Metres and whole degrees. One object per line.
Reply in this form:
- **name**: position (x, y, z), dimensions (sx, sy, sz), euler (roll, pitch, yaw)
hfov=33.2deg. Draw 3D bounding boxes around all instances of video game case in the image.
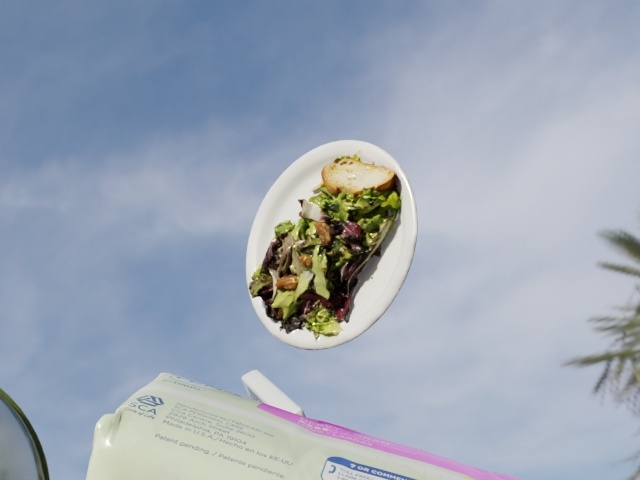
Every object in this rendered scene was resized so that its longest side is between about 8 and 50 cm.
- **video game case**: position (-0.016, 0.212, 0.963), dimensions (0.022, 0.173, 0.190), euler (-24, 9, -13)

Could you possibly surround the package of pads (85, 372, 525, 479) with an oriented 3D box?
- **package of pads**: position (0.004, 0.223, 0.404), dimensions (0.229, 0.296, 0.101), euler (16, 8, 6)

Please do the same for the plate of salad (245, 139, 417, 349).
- **plate of salad**: position (0.000, 0.000, 0.979), dimensions (0.200, 0.199, 0.048), euler (-32, -32, 27)

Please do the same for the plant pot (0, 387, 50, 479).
- **plant pot**: position (-0.466, 0.273, 1.129), dimensions (0.367, 0.366, 0.353), euler (-4, -14, -17)
